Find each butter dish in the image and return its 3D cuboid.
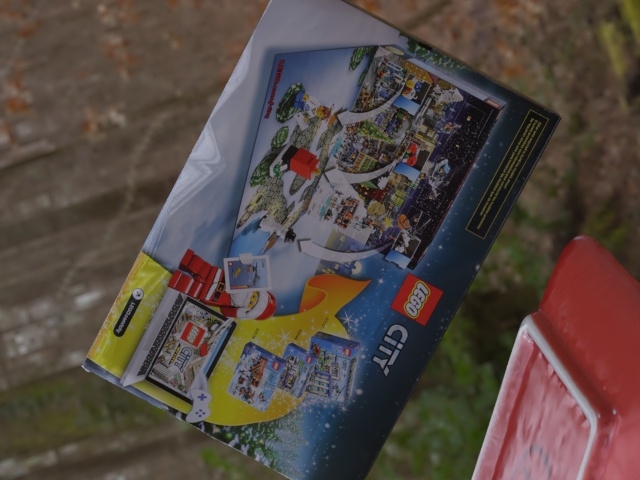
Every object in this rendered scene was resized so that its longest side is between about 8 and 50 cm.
[{"bbox_3d":[0.114,0.098,0.583,0.160,0.118,0.160,-113,39,-74],"label":"butter dish"}]

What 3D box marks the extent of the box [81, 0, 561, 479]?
[{"bbox_3d":[0.000,0.000,0.961,0.159,0.233,0.044,28,-173,2],"label":"box"}]
